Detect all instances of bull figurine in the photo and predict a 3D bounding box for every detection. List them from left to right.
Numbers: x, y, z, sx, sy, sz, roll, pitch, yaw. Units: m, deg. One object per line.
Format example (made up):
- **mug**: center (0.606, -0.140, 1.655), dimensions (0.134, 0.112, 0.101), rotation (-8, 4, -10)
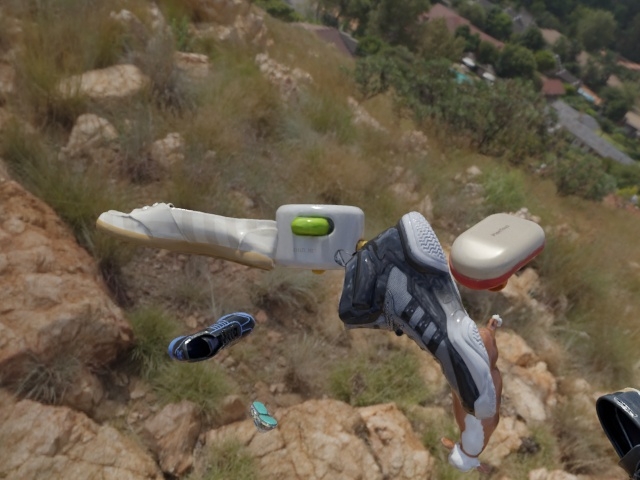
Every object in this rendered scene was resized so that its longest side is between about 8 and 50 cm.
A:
- **bull figurine**: center (0.305, 0.296, 1.132), dimensions (0.101, 0.311, 0.188), rotation (6, 17, 23)

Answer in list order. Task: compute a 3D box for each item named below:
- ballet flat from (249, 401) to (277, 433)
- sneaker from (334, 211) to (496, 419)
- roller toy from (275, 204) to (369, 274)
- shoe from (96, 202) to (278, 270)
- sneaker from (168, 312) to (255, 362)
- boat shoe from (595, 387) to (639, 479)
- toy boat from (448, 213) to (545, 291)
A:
- **ballet flat**: center (-0.113, 0.356, 1.137), dimensions (0.041, 0.041, 0.114), rotation (9, 3, -22)
- **sneaker**: center (0.112, 0.109, 0.733), dimensions (0.101, 0.153, 0.269), rotation (39, 29, -73)
- **roller toy**: center (0.000, 0.000, 1.241), dimensions (0.209, 0.147, 0.191), rotation (1, 1, -35)
- **shoe**: center (-0.154, -0.013, 0.683), dimensions (0.218, 0.059, 0.076), rotation (11, -3, 4)
- **sneaker**: center (-0.248, 0.240, 1.405), dimensions (0.232, 0.090, 0.082), rotation (-22, 101, -34)
- **boat shoe**: center (0.966, 0.661, 1.690), dimensions (0.155, 0.187, 0.501), rotation (5, 43, -14)
- **toy boat**: center (0.386, 0.047, 1.276), dimensions (0.231, 0.151, 0.151), rotation (-28, 35, -34)
